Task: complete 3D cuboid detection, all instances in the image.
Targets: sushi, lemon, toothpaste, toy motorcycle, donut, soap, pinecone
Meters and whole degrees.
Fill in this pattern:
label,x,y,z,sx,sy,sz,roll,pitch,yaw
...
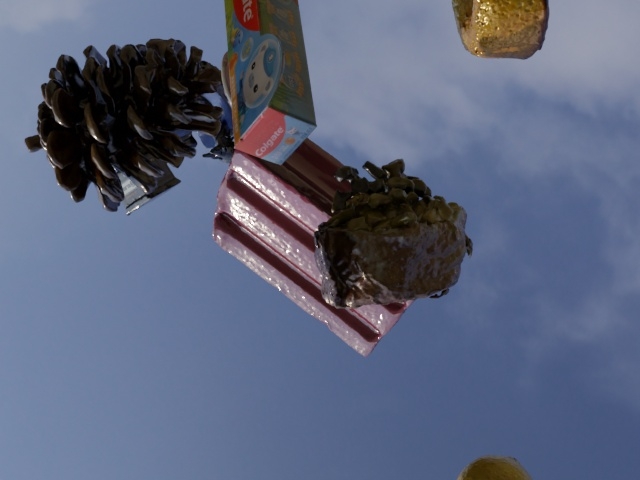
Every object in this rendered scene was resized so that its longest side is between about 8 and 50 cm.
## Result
label,x,y,z,sx,sy,sz,roll,pitch,yaw
sushi,0.095,-0.010,1.163,0.296,0.179,0.167,-12,-162,-25
lemon,0.218,0.326,1.062,0.109,0.109,0.133,22,-126,27
toothpaste,-0.036,-0.156,0.645,0.044,0.070,0.193,18,-132,-32
toy motorcycle,-0.252,-0.196,1.536,0.125,0.213,0.358,-25,-171,42
donut,0.246,-0.371,1.171,0.118,0.254,0.254,-5,-133,0
soap,0.000,0.000,1.385,0.359,0.233,0.128,38,-133,5
pinecone,-0.277,-0.175,1.232,0.309,0.244,0.244,-16,-135,15

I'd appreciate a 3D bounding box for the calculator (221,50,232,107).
label,x,y,z,sx,sy,sz,roll,pitch,yaw
calculator,-0.071,-0.159,1.014,0.024,0.166,0.103,-15,-125,21
